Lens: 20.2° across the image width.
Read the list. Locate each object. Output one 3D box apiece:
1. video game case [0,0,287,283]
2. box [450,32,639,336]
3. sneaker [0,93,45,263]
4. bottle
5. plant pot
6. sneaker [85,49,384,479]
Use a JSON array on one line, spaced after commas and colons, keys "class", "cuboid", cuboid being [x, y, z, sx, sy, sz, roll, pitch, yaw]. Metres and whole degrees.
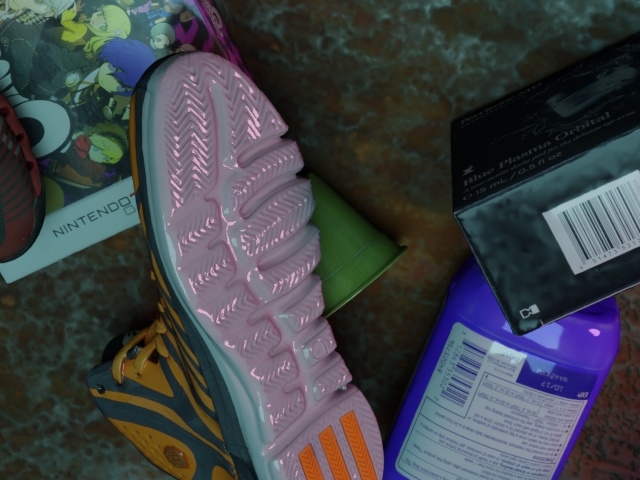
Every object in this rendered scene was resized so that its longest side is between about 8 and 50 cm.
[{"class": "video game case", "cuboid": [-0.165, -0.112, 1.140, 0.210, 0.042, 0.232, -24, 108, 13]}, {"class": "box", "cuboid": [0.165, -0.040, 1.082, 0.156, 0.158, 0.093, -25, 109, 13]}, {"class": "sneaker", "cuboid": [-0.262, -0.090, 1.063, 0.097, 0.135, 0.276, -25, 109, 15]}, {"class": "bottle", "cuboid": [0.099, 0.147, 1.199, 0.118, 0.092, 0.283, 20, 112, 0]}, {"class": "plant pot", "cuboid": [0.000, 0.000, 1.161, 0.083, 0.083, 0.079, -38, 92, 17]}, {"class": "sneaker", "cuboid": [-0.087, 0.041, 1.123, 0.180, 0.124, 0.321, 2, 113, 45]}]
